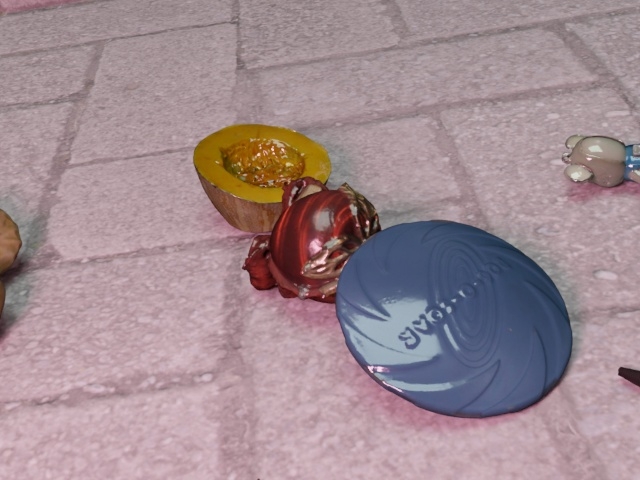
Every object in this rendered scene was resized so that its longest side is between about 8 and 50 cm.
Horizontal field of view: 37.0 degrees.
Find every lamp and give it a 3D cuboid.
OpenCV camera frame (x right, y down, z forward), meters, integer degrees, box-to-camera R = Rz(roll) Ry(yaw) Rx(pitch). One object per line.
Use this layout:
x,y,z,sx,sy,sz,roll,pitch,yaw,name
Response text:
0.000,-0.008,1.294,0.223,0.151,0.215,17,49,26,lamp

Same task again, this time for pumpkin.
-0.093,-0.087,1.510,0.218,0.110,0.217,4,32,-3,pumpkin

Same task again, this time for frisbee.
0.161,0.076,1.133,0.290,0.049,0.289,5,49,-6,frisbee

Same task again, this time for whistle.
0.480,-0.112,1.429,0.236,0.077,0.114,5,44,11,whistle

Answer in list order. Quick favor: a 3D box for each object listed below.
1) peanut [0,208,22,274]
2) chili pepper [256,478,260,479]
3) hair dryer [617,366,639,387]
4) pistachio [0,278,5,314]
-0.572,0.001,1.467,0.197,0.110,0.233,-31,38,-23,peanut
-0.122,0.295,0.975,0.045,0.027,0.178,21,41,40,chili pepper
0.426,0.166,1.033,0.173,0.050,0.195,-21,31,-24,hair dryer
-0.495,0.095,1.302,0.126,0.108,0.185,-6,45,-1,pistachio
